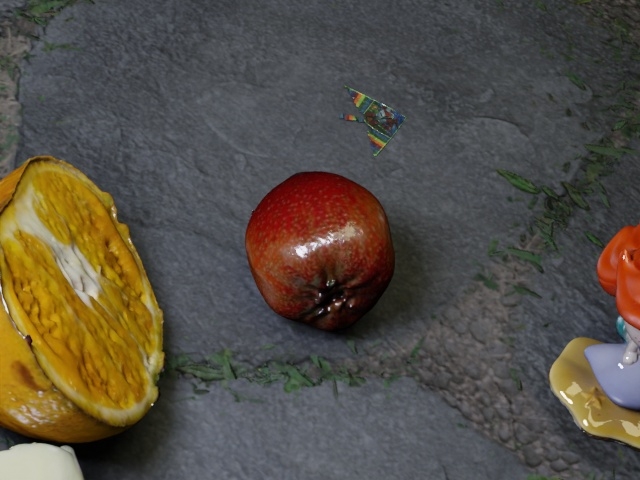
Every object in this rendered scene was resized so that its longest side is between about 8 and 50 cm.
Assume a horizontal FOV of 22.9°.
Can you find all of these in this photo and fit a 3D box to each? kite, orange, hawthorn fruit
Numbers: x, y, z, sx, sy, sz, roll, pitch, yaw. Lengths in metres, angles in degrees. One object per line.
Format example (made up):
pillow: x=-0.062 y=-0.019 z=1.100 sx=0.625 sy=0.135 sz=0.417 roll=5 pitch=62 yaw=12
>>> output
kite: x=0.068 y=-0.153 z=1.992 sx=0.090 sy=0.004 sz=0.122 roll=-1 pitch=51 yaw=-18
orange: x=-0.260 y=0.064 z=1.541 sx=0.274 sy=0.274 sz=0.310 roll=-11 pitch=18 yaw=-25
hawthorn fruit: x=0.000 y=0.000 z=1.738 sx=0.169 sy=0.169 sz=0.188 roll=3 pitch=46 yaw=-14

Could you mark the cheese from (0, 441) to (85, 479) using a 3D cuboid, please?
cheese: x=-0.341 y=0.269 z=1.427 sx=0.266 sy=0.127 sz=0.233 roll=3 pitch=47 yaw=-18

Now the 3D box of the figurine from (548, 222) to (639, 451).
figurine: x=0.363 y=0.082 z=1.710 sx=0.181 sy=0.257 sz=0.208 roll=42 pitch=51 yaw=19
